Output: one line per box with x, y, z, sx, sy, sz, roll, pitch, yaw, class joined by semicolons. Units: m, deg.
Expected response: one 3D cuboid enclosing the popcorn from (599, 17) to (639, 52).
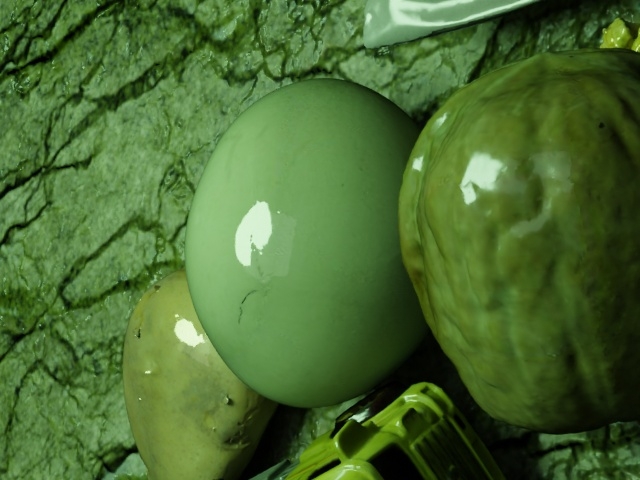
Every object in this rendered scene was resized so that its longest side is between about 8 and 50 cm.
0.249;-0.123;1.273;0.084;0.084;0.084;-6;80;39;popcorn

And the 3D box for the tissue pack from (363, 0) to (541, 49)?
0.140;-0.283;1.303;0.306;0.238;0.238;-16;74;36;tissue pack

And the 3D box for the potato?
-0.111;0.117;1.508;0.161;0.128;0.234;40;114;41;potato

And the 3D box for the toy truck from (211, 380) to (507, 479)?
-0.047;0.280;1.343;0.405;0.254;0.180;-32;94;31;toy truck

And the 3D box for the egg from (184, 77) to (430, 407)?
0.000;0.000;1.371;0.219;0.219;0.269;-15;70;37;egg

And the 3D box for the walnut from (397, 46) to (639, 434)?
0.186;-0.002;1.212;0.283;0.227;0.283;1;111;4;walnut
